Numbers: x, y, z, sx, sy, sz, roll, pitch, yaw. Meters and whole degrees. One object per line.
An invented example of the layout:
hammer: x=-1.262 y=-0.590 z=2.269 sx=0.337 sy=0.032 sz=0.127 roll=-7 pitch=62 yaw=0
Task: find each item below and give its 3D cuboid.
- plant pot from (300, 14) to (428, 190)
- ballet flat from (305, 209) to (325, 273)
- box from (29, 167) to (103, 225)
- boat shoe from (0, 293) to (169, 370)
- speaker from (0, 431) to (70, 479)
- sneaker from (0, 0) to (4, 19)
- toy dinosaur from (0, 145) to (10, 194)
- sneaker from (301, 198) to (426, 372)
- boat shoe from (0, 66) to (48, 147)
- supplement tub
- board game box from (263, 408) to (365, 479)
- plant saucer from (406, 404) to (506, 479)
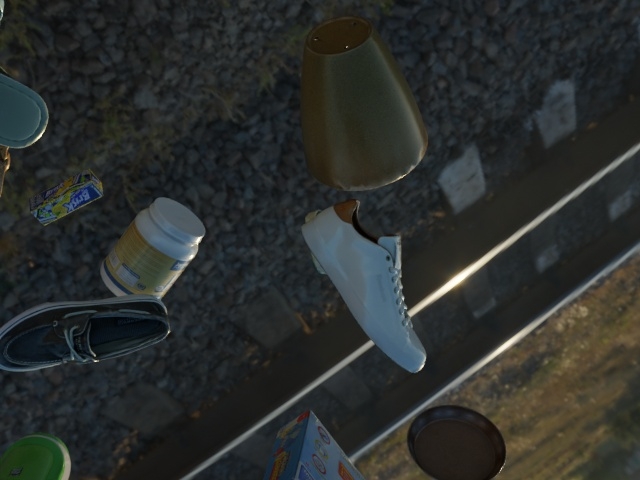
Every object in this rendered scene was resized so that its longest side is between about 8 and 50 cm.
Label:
plant pot: x=0.057 y=-0.259 z=1.362 sx=0.237 sy=0.237 sz=0.254 roll=-31 pitch=137 yaw=-11
ballet flat: x=0.000 y=0.000 z=1.887 sx=0.057 sy=0.168 sz=0.052 roll=7 pitch=150 yaw=-46
box: x=-0.620 y=-0.106 z=1.859 sx=0.169 sy=0.054 sz=0.059 roll=-26 pitch=138 yaw=3
boat shoe: x=-0.450 y=0.173 z=1.441 sx=0.335 sy=0.119 sz=0.121 roll=-15 pitch=107 yaw=-21
speaker: x=-0.510 y=0.443 z=1.286 sx=0.131 sy=0.131 sz=0.296 roll=-39 pitch=-166 yaw=4
sneaker: x=-0.404 y=-0.342 z=0.953 sx=0.319 sy=0.208 sz=0.127 roll=-26 pitch=154 yaw=5
toy dinosaur: x=-0.772 y=-0.186 z=1.841 sx=0.064 sy=0.211 sz=0.112 roll=-6 pitch=136 yaw=-16
sneaker: x=0.096 y=0.065 z=1.174 sx=0.123 sy=0.290 sz=0.106 roll=-35 pitch=179 yaw=11
boat shoe: x=-0.351 y=-0.157 z=0.669 sx=0.081 sy=0.069 sz=0.228 roll=-57 pitch=137 yaw=-4
supplement tub: x=-0.345 y=0.024 z=1.576 sx=0.199 sy=0.144 sz=0.144 roll=-50 pitch=151 yaw=18
board game box: x=0.024 y=0.511 z=1.424 sx=0.086 sy=0.308 sz=0.302 roll=-36 pitch=-175 yaw=9
plant saucer: x=0.231 y=0.355 z=1.302 sx=0.168 sy=0.168 sz=0.029 roll=-21 pitch=134 yaw=-28
